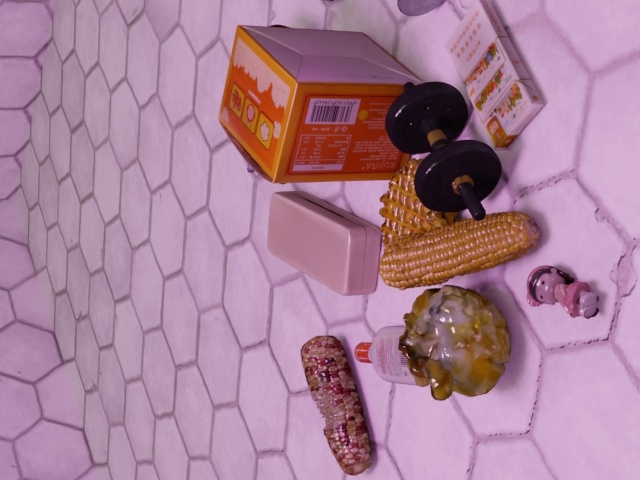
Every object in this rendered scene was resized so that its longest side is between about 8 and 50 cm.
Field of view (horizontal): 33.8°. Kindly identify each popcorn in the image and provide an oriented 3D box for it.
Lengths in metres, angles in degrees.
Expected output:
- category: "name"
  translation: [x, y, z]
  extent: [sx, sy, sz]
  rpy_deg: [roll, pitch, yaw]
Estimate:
- category: "popcorn"
  translation: [0.212, 0.173, 1.712]
  extent: [0.198, 0.212, 0.198]
  rpy_deg: [26, 140, 24]

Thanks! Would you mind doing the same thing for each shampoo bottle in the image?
- category: "shampoo bottle"
  translation: [0.138, 0.214, 1.974]
  extent: [0.221, 0.051, 0.108]
  rpy_deg: [-6, 89, 60]

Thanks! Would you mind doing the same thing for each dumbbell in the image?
- category: "dumbbell"
  translation: [0.199, -0.152, 1.720]
  extent: [0.143, 0.143, 0.325]
  rpy_deg: [115, 146, -40]

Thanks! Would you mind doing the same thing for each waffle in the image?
- category: "waffle"
  translation: [0.174, -0.048, 1.869]
  extent: [0.193, 0.070, 0.197]
  rpy_deg: [-63, 40, 42]

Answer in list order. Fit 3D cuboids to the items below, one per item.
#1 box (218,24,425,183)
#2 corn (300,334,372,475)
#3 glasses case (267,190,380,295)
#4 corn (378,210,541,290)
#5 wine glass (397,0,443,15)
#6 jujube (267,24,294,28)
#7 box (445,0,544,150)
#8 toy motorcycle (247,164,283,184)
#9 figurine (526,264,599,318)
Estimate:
- category: "box"
  translation: [0.000, -0.245, 1.925]
  extent: [0.259, 0.283, 0.214]
  rpy_deg: [48, 132, 47]
- category: "corn"
  translation: [0.033, 0.330, 2.123]
  extent: [0.098, 0.098, 0.290]
  rpy_deg: [-42, 58, 53]
- category: "glasses case"
  translation: [0.000, 0.000, 2.159]
  extent: [0.336, 0.076, 0.144]
  rpy_deg: [29, 119, 55]
- category: "corn"
  translation: [0.221, 0.017, 1.707]
  extent: [0.291, 0.101, 0.101]
  rpy_deg: [-15, 79, 35]
- category: "wine glass"
  translation: [0.143, -0.491, 1.824]
  extent: [0.111, 0.111, 0.204]
  rpy_deg: [-56, 50, 46]
- category: "jujube"
  translation: [-0.082, -0.332, 2.195]
  extent: [0.155, 0.155, 0.230]
  rpy_deg: [42, 135, 50]
- category: "box"
  translation: [0.276, -0.268, 1.699]
  extent: [0.122, 0.032, 0.220]
  rpy_deg: [-55, 49, 49]
- category: "toy motorcycle"
  translation: [-0.109, -0.196, 2.332]
  extent: [0.205, 0.076, 0.114]
  rpy_deg: [32, 112, 56]
- category: "figurine"
  translation: [0.364, 0.082, 1.580]
  extent: [0.129, 0.054, 0.072]
  rpy_deg: [25, 130, 48]
